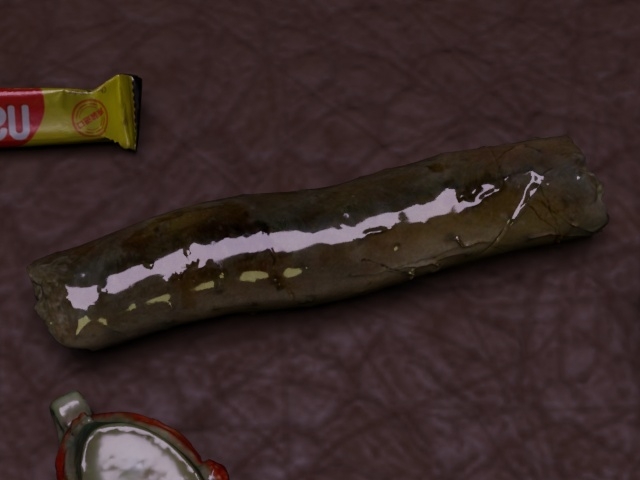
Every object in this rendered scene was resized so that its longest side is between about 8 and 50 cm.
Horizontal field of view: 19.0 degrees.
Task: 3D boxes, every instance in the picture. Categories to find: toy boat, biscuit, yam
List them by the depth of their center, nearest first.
[{"bbox_3d":[-0.086,0.145,0.985,0.089,0.071,0.185,-32,71,-15],"label":"toy boat"},{"bbox_3d":[0.000,0.000,1.048,0.317,0.071,0.067,-13,104,-5],"label":"yam"},{"bbox_3d":[-0.246,-0.069,1.096,0.292,0.026,0.048,-3,101,0],"label":"biscuit"}]
